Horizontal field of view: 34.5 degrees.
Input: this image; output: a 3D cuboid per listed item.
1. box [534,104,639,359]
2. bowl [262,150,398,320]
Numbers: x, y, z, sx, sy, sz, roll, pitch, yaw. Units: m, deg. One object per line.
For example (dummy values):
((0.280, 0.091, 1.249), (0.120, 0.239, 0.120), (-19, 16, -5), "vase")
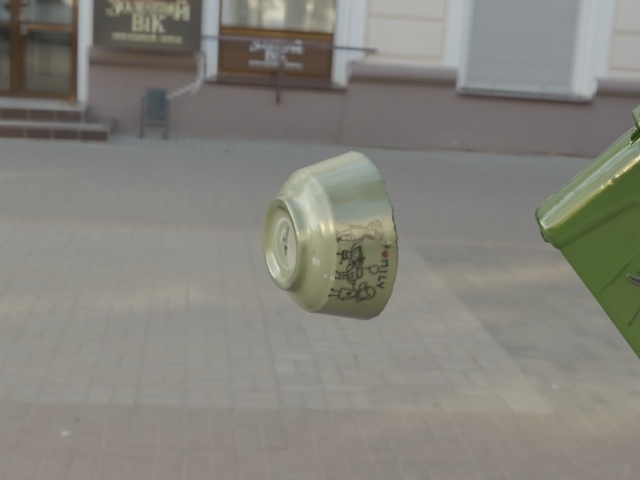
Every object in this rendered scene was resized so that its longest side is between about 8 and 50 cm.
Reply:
((0.375, 0.028, 1.065), (0.178, 0.329, 0.253), (-36, -6, 23), "box")
((0.000, 0.000, 1.259), (0.112, 0.211, 0.211), (-6, 15, -26), "bowl")
